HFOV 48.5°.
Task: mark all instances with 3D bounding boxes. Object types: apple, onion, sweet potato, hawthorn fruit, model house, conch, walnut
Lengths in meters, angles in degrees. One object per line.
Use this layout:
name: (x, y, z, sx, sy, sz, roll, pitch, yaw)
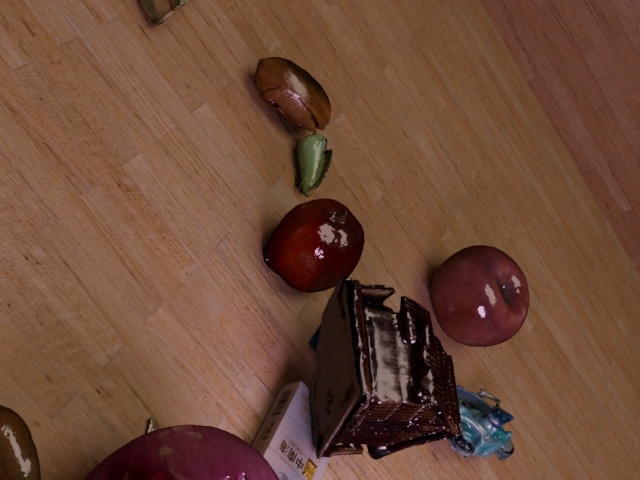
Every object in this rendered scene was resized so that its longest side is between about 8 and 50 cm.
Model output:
apple: (0.441, 0.156, 2.002, 0.305, 0.235, 0.306, 21, 58, -37)
onion: (-0.231, 0.459, 1.092, 0.358, 0.345, 0.359, 6, 78, -32)
sweet potato: (-0.481, 0.277, 1.052, 0.270, 0.074, 0.074, 55, 40, 2)
hawthorn fruit: (0.000, 0.000, 1.593, 0.215, 0.250, 0.215, 16, 45, -17)
model house: (0.144, 0.266, 1.453, 0.282, 0.297, 0.317, 4, 61, -22)
conch: (-0.015, -0.189, 1.788, 0.105, 0.079, 0.170, 16, 76, -36)
walnut: (-0.065, -0.360, 1.758, 0.245, 0.137, 0.137, 37, 48, -32)

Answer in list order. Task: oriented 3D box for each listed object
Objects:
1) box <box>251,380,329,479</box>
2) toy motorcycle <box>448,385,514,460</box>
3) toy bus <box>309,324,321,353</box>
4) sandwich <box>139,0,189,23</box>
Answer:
box: (-0.059, 0.429, 1.447, 0.155, 0.067, 0.243, 48, 42, -19)
toy motorcycle: (0.405, 0.486, 1.891, 0.260, 0.154, 0.206, 17, 37, -38)
toy bus: (0.075, 0.218, 1.604, 0.090, 0.184, 0.106, 56, 43, -12)
sandwich: (-0.306, -0.603, 1.586, 0.198, 0.155, 0.228, -17, 86, -50)
